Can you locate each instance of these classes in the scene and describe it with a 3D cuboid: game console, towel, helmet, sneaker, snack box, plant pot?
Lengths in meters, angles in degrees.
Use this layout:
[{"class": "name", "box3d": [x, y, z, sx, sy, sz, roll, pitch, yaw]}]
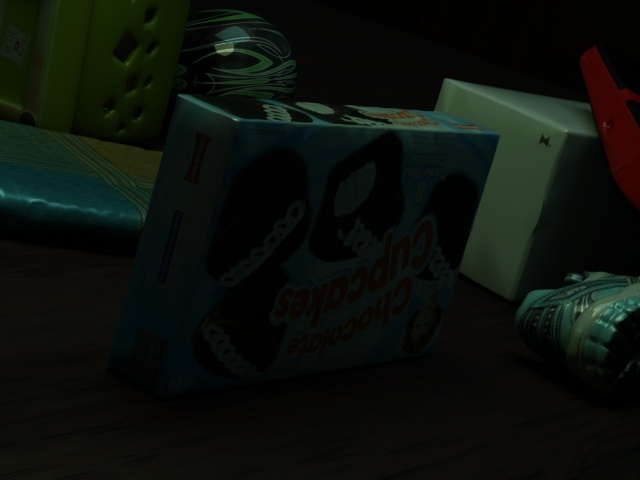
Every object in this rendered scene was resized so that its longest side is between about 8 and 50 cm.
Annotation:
[{"class": "game console", "box3d": [0.424, -0.029, 1.465, 0.386, 0.060, 0.342, 28, 22, -13]}, {"class": "towel", "box3d": [-0.163, -0.041, 1.395, 0.370, 0.040, 0.271, 10, 15, -30]}, {"class": "helmet", "box3d": [-0.110, -0.190, 1.790, 0.161, 0.169, 0.169, 2, 11, 11]}, {"class": "sneaker", "box3d": [0.273, 0.060, 1.348, 0.122, 0.110, 0.283, 22, 14, 36]}, {"class": "snack box", "box3d": [0.000, 0.000, 1.094, 0.060, 0.187, 0.322, 25, 16, 33]}, {"class": "plant pot", "box3d": [-0.288, -0.224, 1.605, 0.227, 0.228, 0.207, 21, 22, 20]}]

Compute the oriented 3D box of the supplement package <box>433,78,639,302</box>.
[{"class": "supplement package", "box3d": [0.254, -0.046, 1.593, 0.293, 0.177, 0.175, 4, 19, -43]}]
